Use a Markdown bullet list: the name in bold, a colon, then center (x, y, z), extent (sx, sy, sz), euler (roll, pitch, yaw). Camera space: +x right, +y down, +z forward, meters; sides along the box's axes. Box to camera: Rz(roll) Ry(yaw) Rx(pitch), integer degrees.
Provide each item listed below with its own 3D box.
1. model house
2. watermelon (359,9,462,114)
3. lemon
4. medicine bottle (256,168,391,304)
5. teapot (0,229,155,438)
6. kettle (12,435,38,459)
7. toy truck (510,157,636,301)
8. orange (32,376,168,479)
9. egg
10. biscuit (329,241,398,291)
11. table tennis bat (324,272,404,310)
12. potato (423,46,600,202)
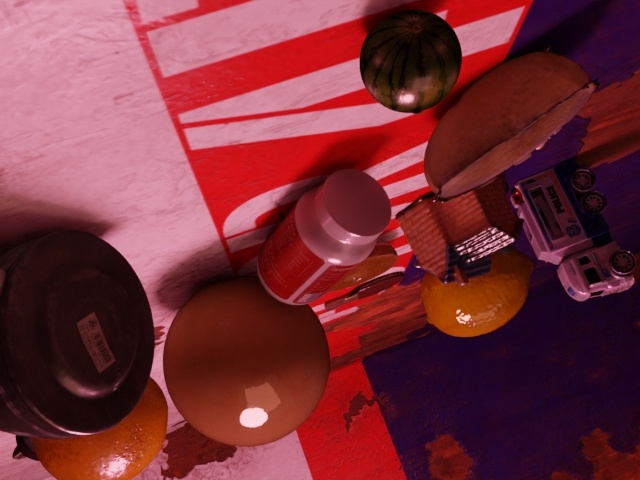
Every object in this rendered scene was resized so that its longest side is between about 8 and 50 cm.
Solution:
- **model house**: center (0.270, -0.013, 1.223), extent (0.166, 0.172, 0.183), euler (-5, 156, -39)
- **watermelon**: center (0.085, -0.171, 0.656), extent (0.109, 0.109, 0.109), euler (-19, 163, -6)
- **lemon**: center (0.372, 0.113, 1.635), extent (0.263, 0.236, 0.236), euler (-51, 163, -4)
- **medicine bottle**: center (0.000, 0.000, 1.013), extent (0.131, 0.131, 0.250), euler (-10, 159, -31)
- **teapot**: center (-0.377, 0.123, 0.785), extent (0.239, 0.239, 0.321), euler (-14, 172, 22)
- **kettle**: center (-0.655, 0.449, 1.652), extent (0.202, 0.144, 0.232), euler (-47, -172, -37)
- **toy truck**: center (0.498, -0.009, 1.340), extent (0.155, 0.268, 0.124), euler (-21, 162, 8)
- **orange**: center (-0.452, 0.381, 1.406), extent (0.274, 0.274, 0.274), euler (-19, 163, -6)
- **egg**: center (-0.133, 0.217, 1.224), extent (0.301, 0.301, 0.374), euler (-21, 162, -2)
- **biscuit**: center (0.056, 0.050, 1.368), extent (0.208, 0.049, 0.181), euler (-10, 160, -30)
- **table tennis bat**: center (0.113, 0.132, 1.738), extent (0.220, 0.019, 0.130), euler (-22, 164, -2)
- **potato**: center (0.238, -0.153, 0.886), extent (0.243, 0.098, 0.138), euler (-35, 162, 23)
